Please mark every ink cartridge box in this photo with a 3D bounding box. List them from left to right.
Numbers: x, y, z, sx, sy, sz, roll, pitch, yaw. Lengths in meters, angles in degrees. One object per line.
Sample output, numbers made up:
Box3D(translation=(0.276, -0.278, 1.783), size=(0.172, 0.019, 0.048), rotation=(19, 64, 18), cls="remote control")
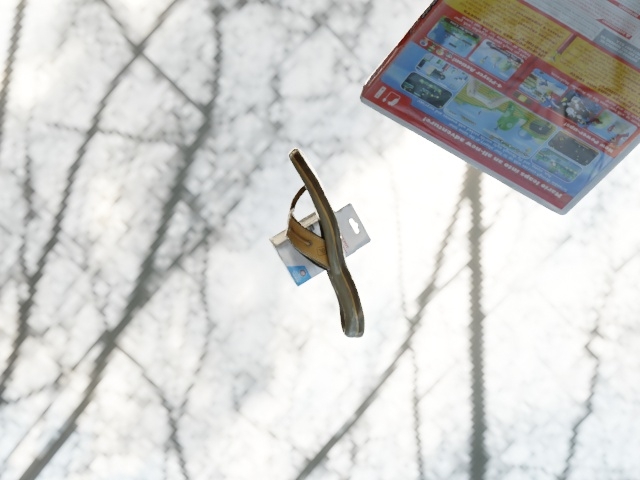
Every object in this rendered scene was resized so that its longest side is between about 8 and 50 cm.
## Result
Box3D(translation=(0.000, 0.000, 1.713), size=(0.083, 0.048, 0.028), rotation=(-31, -157, -5), cls="ink cartridge box")

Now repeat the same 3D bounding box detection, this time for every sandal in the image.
Box3D(translation=(-0.004, 0.005, 1.625), size=(0.049, 0.180, 0.072), rotation=(-16, -179, -1), cls="sandal")

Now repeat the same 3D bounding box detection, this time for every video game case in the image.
Box3D(translation=(0.185, -0.149, 1.401), size=(0.285, 0.204, 0.025), rotation=(-49, -162, 44), cls="video game case")
